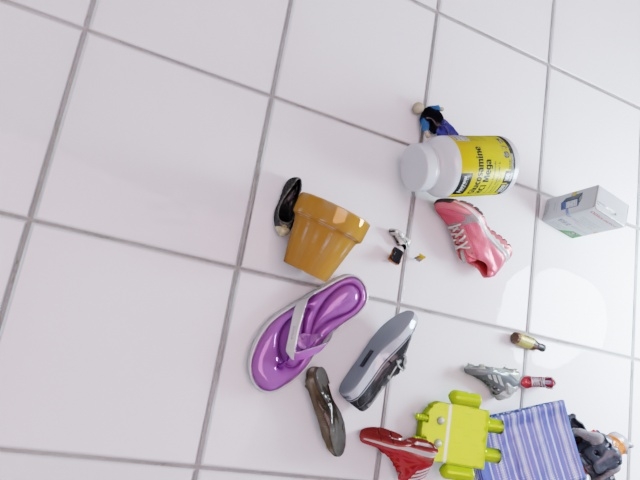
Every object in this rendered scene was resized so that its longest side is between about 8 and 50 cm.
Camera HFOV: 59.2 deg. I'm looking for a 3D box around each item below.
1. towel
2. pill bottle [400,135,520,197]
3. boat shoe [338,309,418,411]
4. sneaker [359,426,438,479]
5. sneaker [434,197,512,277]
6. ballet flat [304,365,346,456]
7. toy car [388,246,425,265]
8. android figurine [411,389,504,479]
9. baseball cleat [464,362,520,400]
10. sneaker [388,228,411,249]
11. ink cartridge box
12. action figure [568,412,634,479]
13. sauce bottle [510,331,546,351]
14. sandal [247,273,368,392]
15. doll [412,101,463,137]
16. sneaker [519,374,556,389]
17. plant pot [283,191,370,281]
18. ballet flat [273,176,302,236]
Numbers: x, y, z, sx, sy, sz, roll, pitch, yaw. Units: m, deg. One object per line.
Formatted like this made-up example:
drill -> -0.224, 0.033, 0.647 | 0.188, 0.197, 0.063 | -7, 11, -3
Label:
towel -> 0.612, 0.628, 1.687 | 0.336, 0.040, 0.243 | -10, 77, -9
pill bottle -> 0.421, -0.225, 1.716 | 0.334, 0.188, 0.187 | -5, 84, -25
boat shoe -> 0.184, 0.335, 1.563 | 0.105, 0.113, 0.306 | 46, 69, -19
sneaker -> 0.202, 0.599, 1.544 | 0.222, 0.087, 0.127 | 15, 98, 0
sneaker -> 0.461, -0.004, 1.741 | 0.314, 0.116, 0.136 | 41, 69, -14
ballet flat -> 0.009, 0.454, 1.499 | 0.084, 0.058, 0.249 | -26, 100, -61
toy car -> 0.252, 0.061, 1.674 | 0.122, 0.040, 0.060 | 17, 54, -19
android figurine -> 0.394, 0.559, 1.625 | 0.273, 0.056, 0.248 | 14, 76, -9
baseball cleat -> 0.528, 0.434, 1.727 | 0.206, 0.072, 0.109 | 10, 84, -19
sneaker -> 0.235, -0.004, 1.682 | 0.083, 0.032, 0.036 | 34, 69, -16
ink cartridge box -> 0.889, -0.092, 1.895 | 0.154, 0.212, 0.093 | 26, 72, -19
action figure -> 0.870, 0.746, 1.781 | 0.330, 0.178, 0.341 | -40, 96, -14
sauce bottle -> 0.674, 0.331, 1.827 | 0.128, 0.042, 0.042 | 22, 73, -23
sandal -> -0.026, 0.226, 1.487 | 0.416, 0.102, 0.169 | -43, 100, -24
doll -> 0.365, -0.369, 1.792 | 0.189, 0.046, 0.129 | 41, 67, -14
sneaker -> 0.697, 0.454, 1.802 | 0.119, 0.067, 0.042 | 4, 80, -24
plant pot -> 0.000, 0.000, 1.496 | 0.205, 0.205, 0.187 | 26, 87, -19
ballet flat -> -0.090, -0.094, 1.538 | 0.058, 0.049, 0.173 | 16, 75, -21
